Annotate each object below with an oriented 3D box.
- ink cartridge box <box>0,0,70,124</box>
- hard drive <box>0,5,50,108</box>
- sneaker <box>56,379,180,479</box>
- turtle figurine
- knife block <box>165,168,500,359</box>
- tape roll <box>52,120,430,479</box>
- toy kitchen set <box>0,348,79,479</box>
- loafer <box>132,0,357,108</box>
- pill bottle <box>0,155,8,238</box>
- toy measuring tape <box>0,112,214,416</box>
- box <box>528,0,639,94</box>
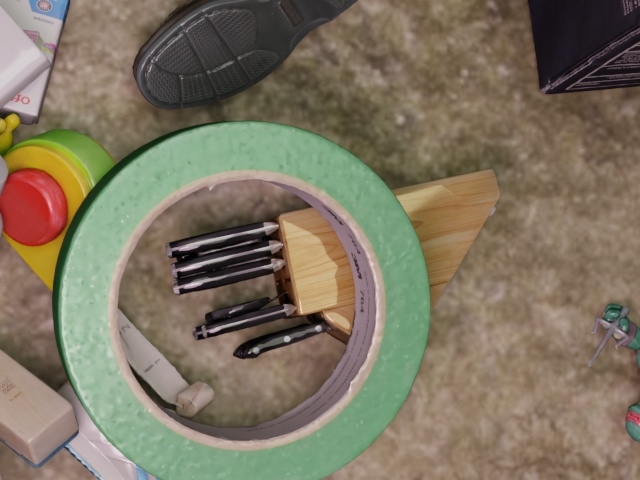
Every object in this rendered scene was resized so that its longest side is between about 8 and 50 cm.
[{"bbox_3d":[-0.287,-0.177,1.542,0.088,0.052,0.122,15,83,-9],"label":"ink cartridge box"},{"bbox_3d":[-0.420,-0.131,1.482,0.307,0.040,0.203,-41,84,-5],"label":"hard drive"},{"bbox_3d":[-0.145,0.205,1.516,0.228,0.087,0.092,46,78,-6],"label":"sneaker"},{"bbox_3d":[0.349,0.116,1.616,0.175,0.118,0.234,33,73,35],"label":"turtle figurine"},{"bbox_3d":[0.000,0.000,1.563,0.242,0.088,0.275,33,80,-8],"label":"knife block"},{"bbox_3d":[-0.068,0.057,1.451,0.321,0.077,0.321,-1,93,-13],"label":"tape roll"},{"bbox_3d":[-0.317,0.225,1.471,0.122,0.166,0.207,33,59,30],"label":"toy kitchen set"},{"bbox_3d":[-0.064,-0.215,1.590,0.267,0.084,0.096,-33,123,-9],"label":"loafer"},{"bbox_3d":[-0.333,0.002,1.445,0.108,0.108,0.180,23,118,-9],"label":"pill bottle"},{"bbox_3d":[-0.191,0.005,1.498,0.121,0.121,0.330,-41,85,-12],"label":"toy measuring tape"},{"bbox_3d":[0.373,-0.260,1.562,0.296,0.294,0.182,-6,83,-12],"label":"box"}]
